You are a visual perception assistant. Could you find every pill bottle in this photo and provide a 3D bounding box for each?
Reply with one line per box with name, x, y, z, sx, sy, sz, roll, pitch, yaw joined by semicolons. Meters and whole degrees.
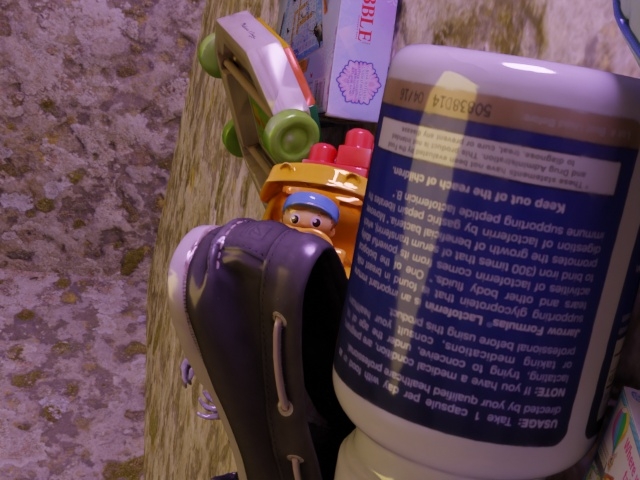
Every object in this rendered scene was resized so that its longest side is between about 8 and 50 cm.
pill bottle;0.090;0.035;0.464;0.153;0.153;0.264;-137;55;-70

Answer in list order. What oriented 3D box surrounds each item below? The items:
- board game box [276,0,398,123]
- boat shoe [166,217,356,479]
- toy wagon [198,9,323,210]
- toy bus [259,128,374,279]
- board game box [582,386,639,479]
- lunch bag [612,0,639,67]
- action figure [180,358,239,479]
board game box;0.014;-0.295;0.998;0.319;0.066;0.317;-157;73;-73
boat shoe;0.001;0.132;0.569;0.112;0.096;0.335;-58;-43;-44
toy wagon;-0.053;-0.093;1.003;0.267;0.068;0.344;-126;18;-50
toy bus;0.000;0.000;0.722;0.220;0.150;0.211;35;-113;-77
board game box;0.141;0.149;0.373;0.154;0.026;0.103;-64;-11;-66
lunch bag;0.192;-0.083;0.277;0.176;0.090;0.218;115;156;-44
action figure;-0.097;0.182;1.036;0.164;0.141;0.275;-159;70;-74
